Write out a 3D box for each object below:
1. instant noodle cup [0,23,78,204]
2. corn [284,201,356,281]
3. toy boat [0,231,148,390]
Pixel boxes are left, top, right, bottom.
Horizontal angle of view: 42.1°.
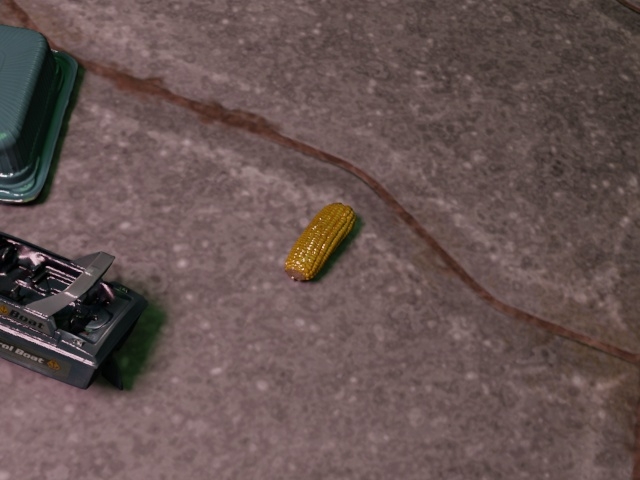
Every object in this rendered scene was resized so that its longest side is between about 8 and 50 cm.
[{"bbox_3d":[-0.315,-0.128,0.751,0.157,0.070,0.179,9,61,-7],"label":"instant noodle cup"},{"bbox_3d":[0.000,0.000,0.778,0.037,0.037,0.092,33,61,5],"label":"corn"},{"bbox_3d":[-0.258,0.033,0.659,0.246,0.103,0.093,23,34,5],"label":"toy boat"}]
